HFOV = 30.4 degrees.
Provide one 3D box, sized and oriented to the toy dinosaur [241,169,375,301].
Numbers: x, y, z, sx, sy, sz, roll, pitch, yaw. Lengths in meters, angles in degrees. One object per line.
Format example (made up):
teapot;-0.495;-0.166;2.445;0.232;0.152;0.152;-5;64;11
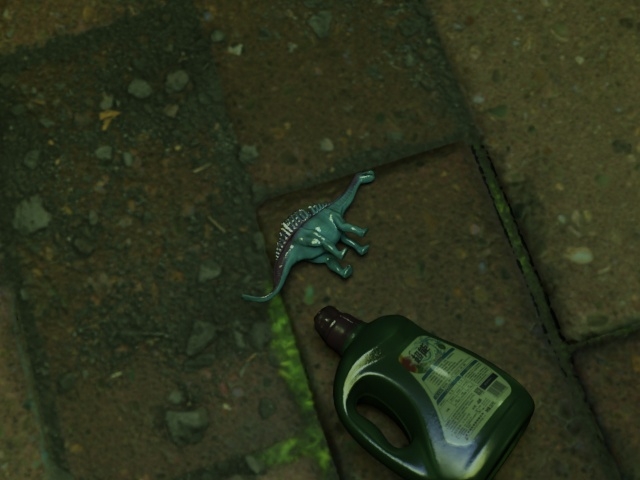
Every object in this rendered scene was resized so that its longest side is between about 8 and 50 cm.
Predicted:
toy dinosaur;0.000;0.000;1.178;0.080;0.045;0.197;32;65;26

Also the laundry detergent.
laundry detergent;0.077;0.139;1.095;0.221;0.078;0.144;32;58;17
